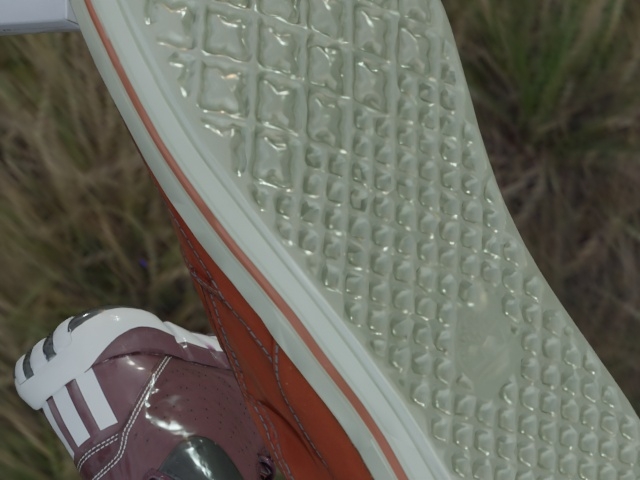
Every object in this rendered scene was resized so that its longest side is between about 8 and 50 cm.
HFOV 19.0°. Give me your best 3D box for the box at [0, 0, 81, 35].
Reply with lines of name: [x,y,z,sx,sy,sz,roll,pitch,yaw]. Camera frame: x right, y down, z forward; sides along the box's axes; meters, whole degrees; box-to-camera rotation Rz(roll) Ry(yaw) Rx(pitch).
box: [-0.214,-0.177,0.989,0.186,0.038,0.145,-1,88,10]

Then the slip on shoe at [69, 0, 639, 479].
slip on shoe: [0.000,0.000,0.605,0.123,0.331,0.101,-36,11,-37]

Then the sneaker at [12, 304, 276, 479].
sneaker: [-0.047,0.136,1.115,0.106,0.281,0.162,-43,59,28]
